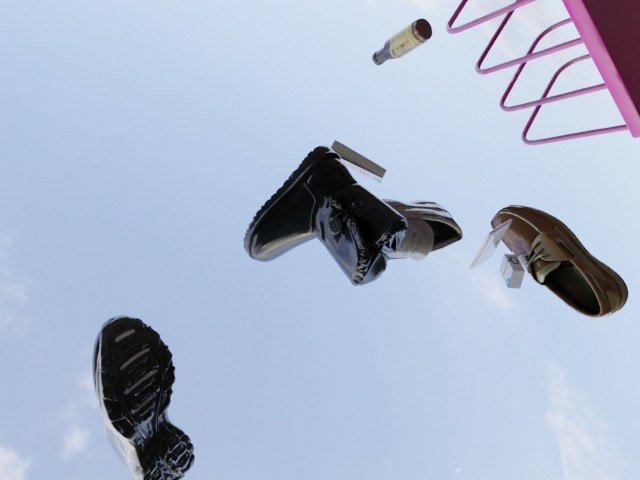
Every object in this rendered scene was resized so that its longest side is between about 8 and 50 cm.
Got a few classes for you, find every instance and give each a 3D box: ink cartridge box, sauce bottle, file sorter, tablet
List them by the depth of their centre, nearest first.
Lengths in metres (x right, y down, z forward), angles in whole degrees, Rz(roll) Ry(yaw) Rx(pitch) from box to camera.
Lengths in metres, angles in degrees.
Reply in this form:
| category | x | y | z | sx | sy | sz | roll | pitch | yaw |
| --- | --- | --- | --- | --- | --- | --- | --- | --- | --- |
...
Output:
| category | x | y | z | sx | sy | sz | roll | pitch | yaw |
| --- | --- | --- | --- | --- | --- | --- | --- | --- | --- |
| file sorter | 0.296 | -0.290 | 0.626 | 0.290 | 0.182 | 0.202 | 44 | -113 | -26 |
| tablet | 0.253 | 0.007 | 0.731 | 0.054 | 0.083 | 0.006 | -27 | -122 | -27 |
| sauce bottle | 0.142 | -0.350 | 0.882 | 0.042 | 0.128 | 0.042 | 4 | -98 | -30 |
| ink cartridge box | 0.417 | 0.062 | 1.082 | 0.028 | 0.048 | 0.083 | 3 | -151 | 0 |

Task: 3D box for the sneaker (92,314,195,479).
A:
| category | x | y | z | sx | sy | sz | roll | pitch | yaw |
| --- | --- | --- | --- | --- | --- | --- | --- | --- | --- |
| sneaker | -0.248 | 0.216 | 0.642 | 0.108 | 0.271 | 0.100 | 16 | -148 | 32 |

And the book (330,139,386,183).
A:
| category | x | y | z | sx | sy | sz | roll | pitch | yaw |
| --- | --- | --- | --- | --- | --- | --- | --- | --- | --- |
| book | 0.092 | -0.188 | 1.212 | 0.144 | 0.096 | 0.035 | 28 | -91 | 5 |

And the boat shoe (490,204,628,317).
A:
| category | x | y | z | sx | sy | sz | roll | pitch | yaw |
| --- | --- | --- | --- | --- | --- | --- | --- | --- | --- |
| boat shoe | 0.511 | 0.041 | 1.082 | 0.120 | 0.122 | 0.324 | -19 | -128 | -41 |

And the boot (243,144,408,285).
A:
| category | x | y | z | sx | sy | sz | roll | pitch | yaw |
| --- | --- | --- | --- | --- | --- | --- | --- | --- | --- |
| boot | 0.000 | 0.000 | 0.786 | 0.094 | 0.246 | 0.207 | 9 | -143 | -55 |

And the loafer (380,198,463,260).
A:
| category | x | y | z | sx | sy | sz | roll | pitch | yaw |
| --- | --- | --- | --- | --- | --- | --- | --- | --- | --- |
| loafer | 0.163 | -0.016 | 0.934 | 0.319 | 0.112 | 0.111 | -14 | -139 | -44 |
